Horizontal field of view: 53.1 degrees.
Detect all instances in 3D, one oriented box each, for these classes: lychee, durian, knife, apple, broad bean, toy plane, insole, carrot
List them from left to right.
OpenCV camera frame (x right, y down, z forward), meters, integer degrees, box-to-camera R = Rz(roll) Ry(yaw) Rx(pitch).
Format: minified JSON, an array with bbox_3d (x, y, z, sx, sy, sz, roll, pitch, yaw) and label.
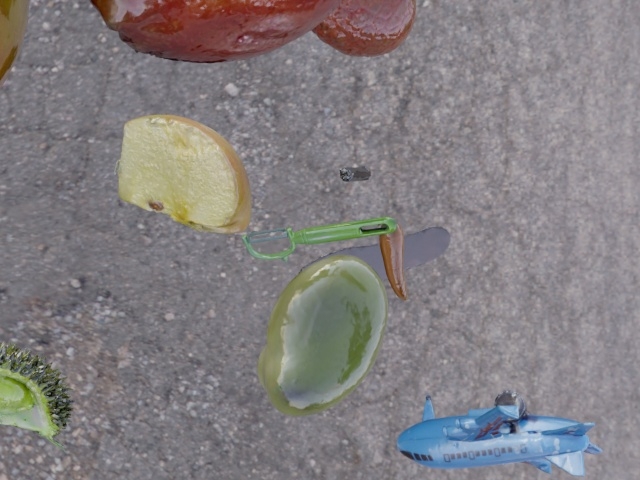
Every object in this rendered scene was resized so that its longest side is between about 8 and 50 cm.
[{"bbox_3d":[-0.636,0.280,1.231,0.351,0.158,0.169,26,81,-39],"label":"durian"},{"bbox_3d":[-0.307,-0.151,1.530,0.314,0.309,0.252,88,18,-68],"label":"apple"},{"bbox_3d":[0.000,0.000,0.854,0.015,0.212,0.054,-70,147,-58],"label":"knife"},{"bbox_3d":[0.007,0.149,0.979,0.189,0.121,0.263,21,107,-18],"label":"broad bean"},{"bbox_3d":[0.099,-0.530,1.412,0.300,0.255,0.255,-34,112,-19],"label":"lychee"},{"bbox_3d":[0.110,0.044,1.282,0.327,0.007,0.111,-17,123,-7],"label":"insole"},{"bbox_3d":[0.102,0.028,0.882,0.035,0.035,0.142,-34,126,-35],"label":"carrot"},{"bbox_3d":[0.236,0.269,0.881,0.254,0.271,0.105,52,44,-48],"label":"toy plane"}]

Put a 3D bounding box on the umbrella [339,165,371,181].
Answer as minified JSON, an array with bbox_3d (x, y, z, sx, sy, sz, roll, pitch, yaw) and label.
[{"bbox_3d":[0.083,-0.155,1.485,0.133,0.031,0.036,-12,105,-62],"label":"umbrella"}]

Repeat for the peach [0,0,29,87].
[{"bbox_3d":[-0.355,-0.206,0.437,0.307,0.332,0.308,-14,131,-17],"label":"peach"}]

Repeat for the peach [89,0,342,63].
[{"bbox_3d":[-0.065,-0.310,0.572,0.258,0.201,0.362,57,37,-36],"label":"peach"}]
